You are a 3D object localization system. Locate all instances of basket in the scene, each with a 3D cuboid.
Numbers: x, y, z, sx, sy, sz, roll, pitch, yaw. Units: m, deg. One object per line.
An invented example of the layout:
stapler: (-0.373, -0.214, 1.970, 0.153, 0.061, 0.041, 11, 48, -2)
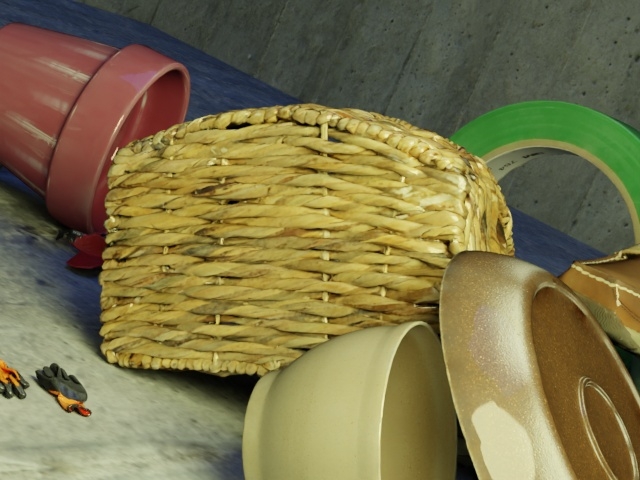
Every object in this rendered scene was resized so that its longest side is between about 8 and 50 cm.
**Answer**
basket: (0.000, 0.000, 1.212, 0.299, 0.214, 0.223, 3, 2, 20)

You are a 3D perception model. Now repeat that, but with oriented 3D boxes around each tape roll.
tape roll: (0.240, 0.014, 1.612, 0.321, 0.321, 0.077, 29, 11, 30)

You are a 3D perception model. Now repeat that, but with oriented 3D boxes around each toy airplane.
toy airplane: (-0.184, 0.020, 1.444, 0.151, 0.028, 0.151, 23, 8, -4)

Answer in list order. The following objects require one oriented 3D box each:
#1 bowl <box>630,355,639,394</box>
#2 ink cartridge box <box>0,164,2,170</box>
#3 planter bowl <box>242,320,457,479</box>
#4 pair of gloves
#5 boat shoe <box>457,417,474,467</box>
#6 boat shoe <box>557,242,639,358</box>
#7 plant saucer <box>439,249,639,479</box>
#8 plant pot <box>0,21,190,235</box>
bowl: (0.390, 0.217, 1.340, 0.311, 0.163, 0.311, 24, 10, -4)
ink cartridge box: (-0.391, -0.091, 1.553, 0.115, 0.029, 0.063, 24, 9, 9)
planter bowl: (0.015, 0.133, 0.989, 0.109, 0.162, 0.162, -1, 0, 22)
pair of gloves: (-0.200, 0.095, 1.047, 0.083, 0.010, 0.074, 19, 10, -30)
boat shoe: (0.186, 0.149, 1.314, 0.355, 0.130, 0.132, 31, 12, 38)
boat shoe: (0.301, 0.037, 1.269, 0.122, 0.120, 0.324, 28, 11, 35)
plant saucer: (0.178, 0.140, 1.027, 0.310, 0.050, 0.311, 47, 28, -35)
plant pot: (-0.258, -0.127, 1.536, 0.180, 0.201, 0.201, 27, 10, 9)
